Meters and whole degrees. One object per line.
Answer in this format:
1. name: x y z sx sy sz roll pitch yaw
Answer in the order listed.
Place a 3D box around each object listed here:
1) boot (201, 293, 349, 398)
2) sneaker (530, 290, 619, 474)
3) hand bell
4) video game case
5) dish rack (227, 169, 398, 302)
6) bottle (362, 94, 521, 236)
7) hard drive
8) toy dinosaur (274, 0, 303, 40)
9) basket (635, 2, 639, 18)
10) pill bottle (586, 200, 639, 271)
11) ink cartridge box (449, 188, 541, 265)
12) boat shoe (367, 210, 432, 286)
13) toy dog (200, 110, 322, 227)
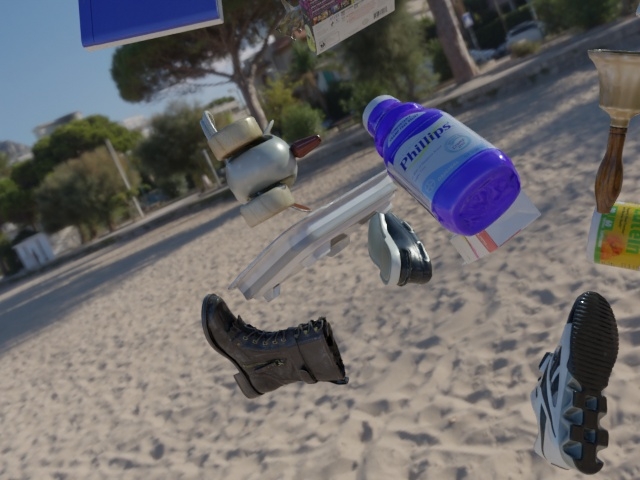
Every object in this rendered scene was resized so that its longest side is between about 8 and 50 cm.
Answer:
1. boot: -0.084 0.187 1.230 0.229 0.263 0.091 -21 19 24
2. sneaker: 0.458 0.254 1.194 0.146 0.122 0.330 -21 50 64
3. hand bell: 0.448 -0.158 0.960 0.126 0.242 0.126 2 20 -1
4. video game case: 0.059 -0.551 1.402 0.232 0.042 0.210 -34 -34 -13
5. dish rack: 0.000 0.000 1.221 0.333 0.072 0.285 -34 -6 -42
6. bottle: 0.149 -0.121 0.880 0.118 0.092 0.283 -42 41 6
7. hard drive: -0.384 -0.554 1.421 0.319 0.210 0.040 -9 -10 8
8. toy dinosaur: -0.064 -0.528 1.508 0.092 0.053 0.183 -59 36 14
9. basket: 0.493 -0.335 0.796 0.167 0.103 0.113 -66 21 6
10. pill bottle: 0.679 0.000 1.285 0.246 0.136 0.136 11 27 28
11. ink cartridge box: 0.331 -0.021 1.253 0.115 0.067 0.198 -36 -6 -14
12. boat shoe: 0.162 0.013 1.355 0.091 0.114 0.302 5 28 -7
13. toy dog: -0.082 -0.127 1.073 0.161 0.220 0.333 -25 23 -5
